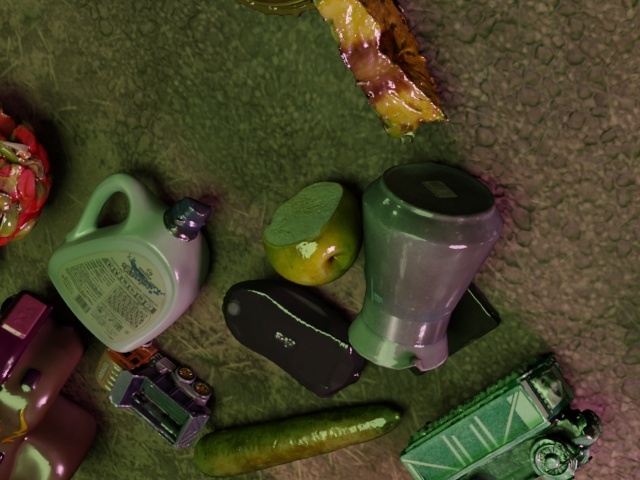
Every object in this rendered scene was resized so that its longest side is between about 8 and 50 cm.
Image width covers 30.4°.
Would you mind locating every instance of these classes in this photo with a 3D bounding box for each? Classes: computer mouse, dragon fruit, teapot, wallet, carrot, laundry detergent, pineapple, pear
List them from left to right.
[{"bbox_3d":[-0.537,-0.100,1.729,0.303,0.231,0.237,17,129,35],"label":"dragon fruit"},{"bbox_3d":[-0.260,0.014,1.688,0.215,0.105,0.280,48,127,7],"label":"laundry detergent"},{"bbox_3d":[-0.036,0.286,1.695,0.359,0.074,0.074,-17,101,32],"label":"carrot"},{"bbox_3d":[-0.033,0.125,1.625,0.217,0.073,0.122,34,125,6],"label":"computer mouse"},{"bbox_3d":[0.000,0.000,1.529,0.141,0.141,0.104,-11,133,33],"label":"pear"},{"bbox_3d":[0.066,-0.237,1.389,0.079,0.135,0.233,-26,124,14],"label":"pineapple"},{"bbox_3d":[0.113,0.026,1.452,0.203,0.171,0.225,-122,39,-53],"label":"teapot"},{"bbox_3d":[0.157,0.114,1.544,0.157,0.018,0.082,-40,88,35],"label":"wallet"}]

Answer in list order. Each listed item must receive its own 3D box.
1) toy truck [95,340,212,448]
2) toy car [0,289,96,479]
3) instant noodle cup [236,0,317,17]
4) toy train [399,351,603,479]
[{"bbox_3d":[-0.249,0.225,1.777,0.192,0.092,0.083,39,124,11],"label":"toy truck"},{"bbox_3d":[-0.460,0.261,1.833,0.240,0.271,0.340,30,123,-5],"label":"toy car"},{"bbox_3d":[-0.079,-0.399,1.426,0.274,0.091,0.274,12,116,26],"label":"instant noodle cup"},{"bbox_3d":[0.234,0.263,1.510,0.269,0.115,0.154,-40,79,35],"label":"toy train"}]
